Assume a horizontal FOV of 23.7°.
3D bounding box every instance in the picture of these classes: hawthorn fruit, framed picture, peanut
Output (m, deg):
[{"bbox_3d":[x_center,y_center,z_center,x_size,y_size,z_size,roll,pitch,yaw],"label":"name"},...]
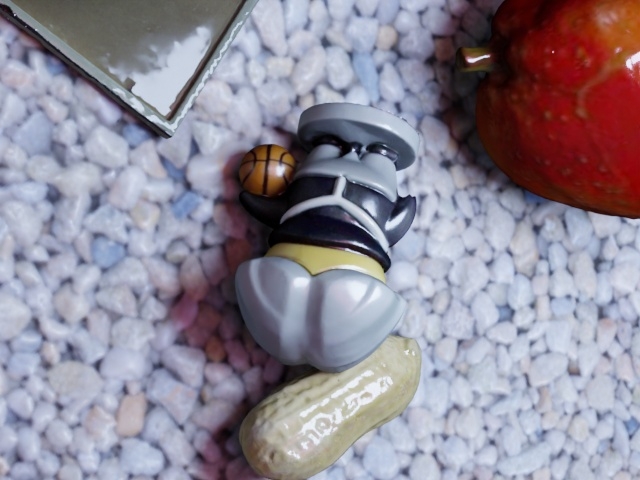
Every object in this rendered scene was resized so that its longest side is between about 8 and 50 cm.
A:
[{"bbox_3d":[0.276,-0.152,1.499,0.307,0.265,0.265,3,88,-12],"label":"hawthorn fruit"},{"bbox_3d":[-0.203,-0.286,1.372,0.335,0.022,0.247,37,72,-22],"label":"framed picture"},{"bbox_3d":[0.015,0.156,1.435,0.214,0.090,0.099,-31,143,-28],"label":"peanut"}]

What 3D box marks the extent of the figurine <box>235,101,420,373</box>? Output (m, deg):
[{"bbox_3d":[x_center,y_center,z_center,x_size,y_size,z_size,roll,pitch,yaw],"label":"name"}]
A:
[{"bbox_3d":[0.000,0.000,1.402,0.176,0.133,0.236,8,69,10],"label":"figurine"}]
